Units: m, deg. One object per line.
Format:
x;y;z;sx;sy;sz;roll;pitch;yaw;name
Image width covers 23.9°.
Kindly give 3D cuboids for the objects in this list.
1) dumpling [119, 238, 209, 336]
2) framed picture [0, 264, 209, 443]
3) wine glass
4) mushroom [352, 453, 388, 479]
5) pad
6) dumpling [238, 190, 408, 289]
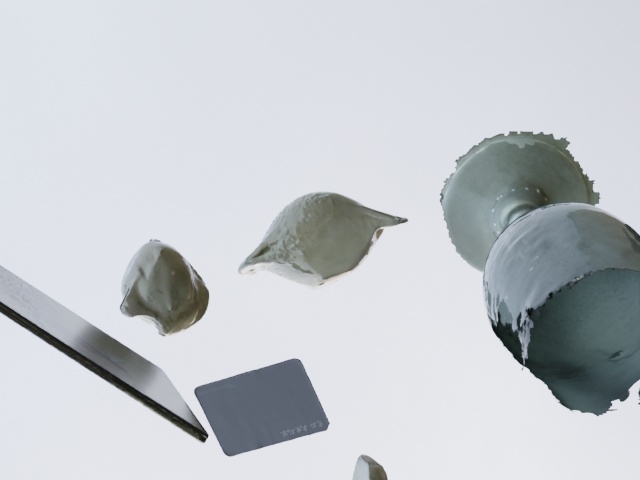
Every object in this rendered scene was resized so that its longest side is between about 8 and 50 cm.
-0.228;0.074;2.215;0.136;0.118;0.199;42;-146;-11;dumpling
-0.294;0.112;1.809;0.339;0.014;0.255;37;180;-23;framed picture
0.184;0.017;1.174;0.321;0.143;0.143;-102;-12;-72;wine glass
0.059;0.418;2.266;0.071;0.084;0.209;2;-68;-31;mushroom
-0.076;0.218;1.965;0.003;0.157;0.112;-66;-46;-64;pad
-0.004;0.001;2.038;0.126;0.216;0.166;47;175;0;dumpling
